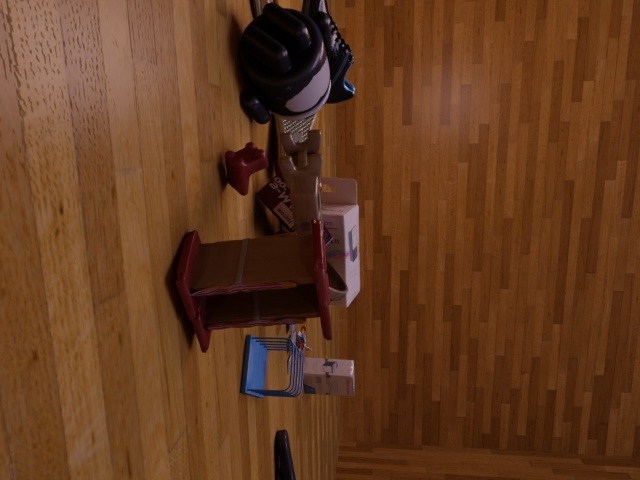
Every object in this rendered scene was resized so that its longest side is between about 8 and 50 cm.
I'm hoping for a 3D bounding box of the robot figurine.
[{"bbox_3d":[-0.066,-0.361,1.011,0.278,0.209,0.173,56,22,-78],"label":"robot figurine"}]

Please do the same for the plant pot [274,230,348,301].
[{"bbox_3d":[-0.052,0.091,1.241,0.110,0.237,0.237,-49,180,11],"label":"plant pot"}]

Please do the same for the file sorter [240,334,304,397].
[{"bbox_3d":[-0.100,0.284,1.068,0.170,0.104,0.118,75,17,-68],"label":"file sorter"}]

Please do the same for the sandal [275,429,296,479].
[{"bbox_3d":[-0.102,0.656,1.349,0.097,0.054,0.254,107,-26,-88],"label":"sandal"}]

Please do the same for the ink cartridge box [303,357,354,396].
[{"bbox_3d":[0.034,0.523,1.848,0.082,0.191,0.139,-82,170,-48],"label":"ink cartridge box"}]

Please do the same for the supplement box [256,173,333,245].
[{"bbox_3d":[-0.056,-0.055,1.181,0.073,0.130,0.239,-45,161,-2],"label":"supplement box"}]

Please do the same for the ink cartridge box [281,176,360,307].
[{"bbox_3d":[0.000,0.000,1.403,0.119,0.207,0.353,-38,130,-58],"label":"ink cartridge box"}]

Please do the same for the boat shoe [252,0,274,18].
[{"bbox_3d":[-0.107,-0.506,1.100,0.190,0.072,0.068,76,15,-63],"label":"boat shoe"}]

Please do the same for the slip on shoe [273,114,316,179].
[{"bbox_3d":[-0.078,-0.286,1.294,0.101,0.123,0.331,-41,-135,54],"label":"slip on shoe"}]

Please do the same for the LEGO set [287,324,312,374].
[{"bbox_3d":[-0.063,0.310,1.600,0.244,0.060,0.182,-58,152,-78],"label":"LEGO set"}]

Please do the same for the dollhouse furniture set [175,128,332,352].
[{"bbox_3d":[-0.089,-0.019,0.800,0.374,0.201,0.152,-92,177,-48],"label":"dollhouse furniture set"}]

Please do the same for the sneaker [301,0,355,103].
[{"bbox_3d":[0.024,-0.544,1.340,0.125,0.140,0.341,-81,167,-44],"label":"sneaker"}]
